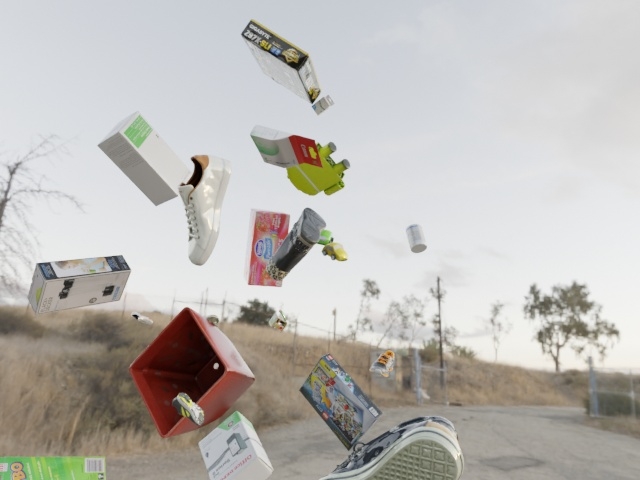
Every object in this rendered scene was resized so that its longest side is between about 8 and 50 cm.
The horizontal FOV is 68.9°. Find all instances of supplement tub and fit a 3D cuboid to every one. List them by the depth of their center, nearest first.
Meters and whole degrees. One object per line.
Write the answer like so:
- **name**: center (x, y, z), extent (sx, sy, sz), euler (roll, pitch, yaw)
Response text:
- **supplement tub**: center (0.397, -0.009, 1.936), extent (0.071, 0.107, 0.071), euler (-4, -36, -3)

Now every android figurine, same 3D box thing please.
- **android figurine**: center (-0.020, -0.273, 1.808), extent (0.273, 0.056, 0.248), euler (-26, -65, 42)

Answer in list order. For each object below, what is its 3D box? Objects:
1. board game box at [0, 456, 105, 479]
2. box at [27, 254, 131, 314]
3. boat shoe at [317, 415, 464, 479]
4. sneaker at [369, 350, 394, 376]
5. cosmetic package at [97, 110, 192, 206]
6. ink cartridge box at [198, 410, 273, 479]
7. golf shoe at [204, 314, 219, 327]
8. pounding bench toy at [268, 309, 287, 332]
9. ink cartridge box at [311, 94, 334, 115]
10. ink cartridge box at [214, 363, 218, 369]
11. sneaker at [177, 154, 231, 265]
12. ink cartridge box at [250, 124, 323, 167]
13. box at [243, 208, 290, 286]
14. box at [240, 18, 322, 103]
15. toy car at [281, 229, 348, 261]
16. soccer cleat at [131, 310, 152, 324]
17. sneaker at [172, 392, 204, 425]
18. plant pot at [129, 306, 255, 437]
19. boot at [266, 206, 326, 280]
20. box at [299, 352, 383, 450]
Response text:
- **board game box**: center (-0.636, 0.574, 1.095), extent (0.039, 0.124, 0.259), euler (-41, -42, 19)
- **box**: center (-0.831, 0.149, 1.618), extent (0.290, 0.087, 0.169), euler (-4, -45, -50)
- **boat shoe**: center (0.134, 0.576, 1.107), extent (0.500, 0.186, 0.156), euler (-45, -10, 23)
- **sneaker**: center (0.276, 0.540, 2.055), extent (0.084, 0.083, 0.215), euler (18, 5, 18)
- **cosmetic package**: center (-0.771, -0.358, 2.079), extent (0.155, 0.196, 0.365), euler (-20, -53, 26)
- **ink cartridge box**: center (-0.345, 0.871, 1.881), extent (0.121, 0.211, 0.289), euler (57, -12, -30)
- **golf shoe**: center (-0.408, 0.285, 1.543), extent (0.176, 0.086, 0.069), euler (-38, -50, 14)
- **pounding bench toy**: center (-0.177, 0.356, 2.079), extent (0.065, 0.083, 0.052), euler (35, 2, -23)
- **ink cartridge box**: center (0.011, -0.558, 1.919), extent (0.083, 0.048, 0.028), euler (-35, 2, 17)
- **ink cartridge box**: center (-0.499, 0.502, 2.032), extent (0.082, 0.140, 0.190), euler (44, -7, 33)
- **sneaker**: center (-0.325, -0.081, 1.207), extent (0.123, 0.289, 0.106), euler (11, 0, -41)
- **ink cartridge box**: center (-0.115, -0.307, 1.617), extent (0.225, 0.056, 0.181), euler (21, -17, 18)
- **box**: center (-0.221, 0.026, 1.897), extent (0.142, 0.299, 0.154), euler (5, 7, -17)
- **box**: center (-0.136, -0.663, 1.763), extent (0.257, 0.079, 0.322), euler (37, 1, 10)
- **toy car**: center (0.000, 0.000, 1.681), extent (0.239, 0.053, 0.225), euler (13, 19, 10)
- **soccer cleat**: center (-0.667, 0.293, 1.737), extent (0.083, 0.029, 0.035), euler (34, 7, -11)
- **sneaker**: center (-0.280, 0.360, 0.989), extent (0.035, 0.083, 0.031), euler (-35, 4, 21)
- **plant pot**: center (-0.363, 0.406, 1.419), extent (0.267, 0.267, 0.236), euler (45, 3, 34)
- **boot**: center (-0.073, 0.006, 1.365), extent (0.085, 0.236, 0.178), euler (39, -70, -9)
- **box**: center (0.054, 0.472, 1.373), extent (0.044, 0.233, 0.159), euler (-10, -43, -50)
